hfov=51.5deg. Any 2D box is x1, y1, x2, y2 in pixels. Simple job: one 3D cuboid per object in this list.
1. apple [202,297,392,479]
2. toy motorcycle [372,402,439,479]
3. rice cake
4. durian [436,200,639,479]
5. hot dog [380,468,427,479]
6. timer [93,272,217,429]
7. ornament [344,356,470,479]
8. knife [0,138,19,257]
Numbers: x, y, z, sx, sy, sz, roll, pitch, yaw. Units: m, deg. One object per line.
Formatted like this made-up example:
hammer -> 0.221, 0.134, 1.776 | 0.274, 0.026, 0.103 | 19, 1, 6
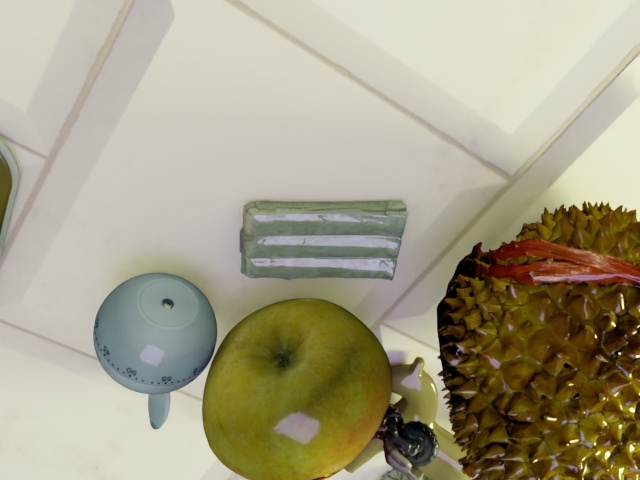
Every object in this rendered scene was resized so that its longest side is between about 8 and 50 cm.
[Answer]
apple -> -0.036, 0.196, 0.880 | 0.261, 0.260, 0.194 | -14, 135, 7
toy motorcycle -> 0.069, 0.291, 1.001 | 0.213, 0.082, 0.122 | 26, 112, 23
rice cake -> 0.000, 0.000, 0.867 | 0.211, 0.038, 0.124 | 4, 125, -5
durian -> 0.292, 0.131, 0.791 | 0.347, 0.348, 0.384 | 42, 80, -27
hot dog -> 0.220, 0.502, 1.212 | 0.270, 0.082, 0.162 | 36, 108, -16
timer -> -0.218, 0.143, 0.912 | 0.175, 0.175, 0.255 | 2, 153, -4
ornament -> 0.146, 0.312, 1.061 | 0.230, 0.061, 0.245 | 37, 115, -4
knife -> -0.444, 0.007, 0.857 | 0.061, 0.027, 0.343 | 23, 121, -13
